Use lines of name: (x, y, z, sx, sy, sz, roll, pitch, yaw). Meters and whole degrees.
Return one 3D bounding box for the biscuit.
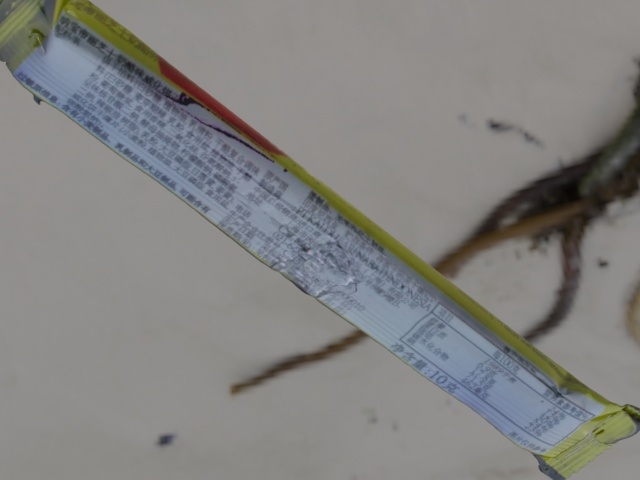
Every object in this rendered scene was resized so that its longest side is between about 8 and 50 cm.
biscuit: (0.000, 0.000, 0.619, 0.292, 0.026, 0.048, 37, 127, -18)
